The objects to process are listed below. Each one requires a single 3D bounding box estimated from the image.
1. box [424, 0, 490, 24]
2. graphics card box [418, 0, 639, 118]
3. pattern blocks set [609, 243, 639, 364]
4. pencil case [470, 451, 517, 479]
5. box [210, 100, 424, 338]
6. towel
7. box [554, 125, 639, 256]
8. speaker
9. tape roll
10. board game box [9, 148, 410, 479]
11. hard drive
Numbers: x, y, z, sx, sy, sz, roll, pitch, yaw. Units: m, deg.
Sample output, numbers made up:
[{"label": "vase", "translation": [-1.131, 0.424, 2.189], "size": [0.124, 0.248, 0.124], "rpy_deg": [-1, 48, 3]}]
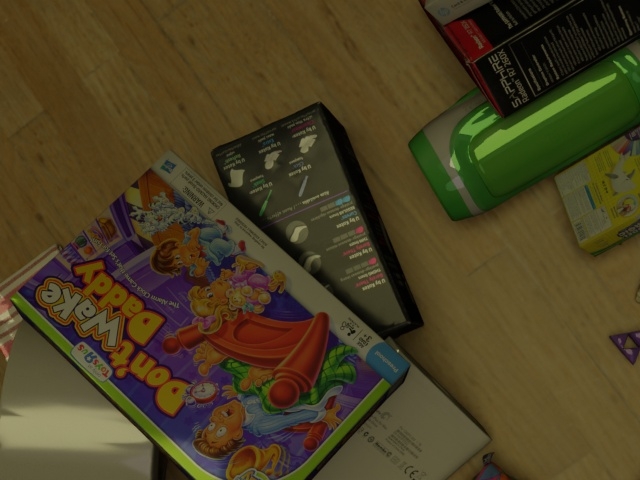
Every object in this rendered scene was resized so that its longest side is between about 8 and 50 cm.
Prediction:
[{"label": "box", "translation": [0.185, -0.340, 1.313], "size": [0.145, 0.038, 0.186], "rpy_deg": [-22, 47, 38]}, {"label": "graphics card box", "translation": [0.306, -0.307, 1.334], "size": [0.370, 0.233, 0.094], "rpy_deg": [-32, 123, 7]}, {"label": "pattern blocks set", "translation": [0.457, 0.014, 1.375], "size": [0.285, 0.026, 0.325], "rpy_deg": [34, 93, 12]}, {"label": "pencil case", "translation": [0.248, 0.348, 1.354], "size": [0.236, 0.104, 0.104], "rpy_deg": [38, 93, 12]}, {"label": "box", "translation": [0.000, 0.000, 1.397], "size": [0.143, 0.165, 0.270], "rpy_deg": [-24, 81, 8]}, {"label": "towel", "translation": [-0.340, 0.120, 1.525], "size": [0.144, 0.029, 0.197], "rpy_deg": [-37, 80, 6]}, {"label": "box", "translation": [0.360, -0.070, 1.349], "size": [0.179, 0.043, 0.105], "rpy_deg": [-32, 52, 28]}, {"label": "speaker", "translation": [0.254, -0.142, 1.379], "size": [0.296, 0.131, 0.131], "rpy_deg": [-30, 80, 7]}, {"label": "tape roll", "translation": [-0.261, 0.210, 1.377], "size": [0.169, 0.246, 0.246], "rpy_deg": [5, 86, -2]}, {"label": "board game box", "translation": [-0.113, 0.105, 1.250], "size": [0.347, 0.078, 0.233], "rpy_deg": [41, 74, 12]}, {"label": "hard drive", "translation": [0.024, 0.270, 1.371], "size": [0.307, 0.203, 0.040], "rpy_deg": [-41, 34, 6]}]
